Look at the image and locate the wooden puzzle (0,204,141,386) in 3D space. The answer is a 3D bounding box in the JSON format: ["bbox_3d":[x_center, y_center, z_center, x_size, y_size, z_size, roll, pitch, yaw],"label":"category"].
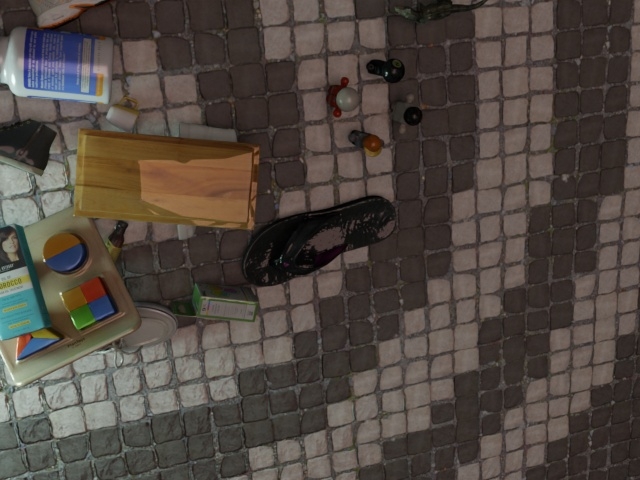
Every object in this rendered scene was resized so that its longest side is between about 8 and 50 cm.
[{"bbox_3d":[-0.636,0.120,1.669,0.322,0.080,0.347,-26,83,-8],"label":"wooden puzzle"}]

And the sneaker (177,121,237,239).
[{"bbox_3d":[-0.273,-0.139,1.771,0.169,0.108,0.292,2,104,-15],"label":"sneaker"}]

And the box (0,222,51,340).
[{"bbox_3d":[-0.691,0.092,1.600,0.101,0.060,0.244,-18,87,-8],"label":"box"}]

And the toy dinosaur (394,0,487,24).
[{"bbox_3d":[0.302,-0.586,1.806,0.268,0.118,0.063,-16,110,-13],"label":"toy dinosaur"}]

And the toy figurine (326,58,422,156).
[{"bbox_3d":[0.142,-0.341,1.815,0.213,0.148,0.209,-32,113,-6],"label":"toy figurine"}]

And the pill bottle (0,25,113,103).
[{"bbox_3d":[-0.598,-0.387,1.569,0.272,0.152,0.152,3,105,-18],"label":"pill bottle"}]

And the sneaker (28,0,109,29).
[{"bbox_3d":[-0.523,-0.568,1.570,0.263,0.099,0.121,-29,108,-8],"label":"sneaker"}]

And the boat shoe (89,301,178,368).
[{"bbox_3d":[-0.535,0.240,1.776,0.368,0.156,0.135,0,109,-18],"label":"boat shoe"}]

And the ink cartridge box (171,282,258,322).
[{"bbox_3d":[-0.276,0.159,1.860,0.210,0.109,0.062,7,104,-19],"label":"ink cartridge box"}]

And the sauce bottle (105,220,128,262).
[{"bbox_3d":[-0.515,0.012,1.778,0.042,0.042,0.128,22,96,-22],"label":"sauce bottle"}]

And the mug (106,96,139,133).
[{"bbox_3d":[-0.469,-0.296,1.697,0.064,0.078,0.062,24,132,-14],"label":"mug"}]

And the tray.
[{"bbox_3d":[-0.353,-0.141,1.667,0.411,0.076,0.202,4,94,-7],"label":"tray"}]

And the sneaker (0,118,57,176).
[{"bbox_3d":[-0.723,-0.239,1.627,0.222,0.083,0.118,22,83,-19],"label":"sneaker"}]

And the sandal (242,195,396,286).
[{"bbox_3d":[0.001,-0.003,1.897,0.446,0.107,0.167,-23,112,-9],"label":"sandal"}]
